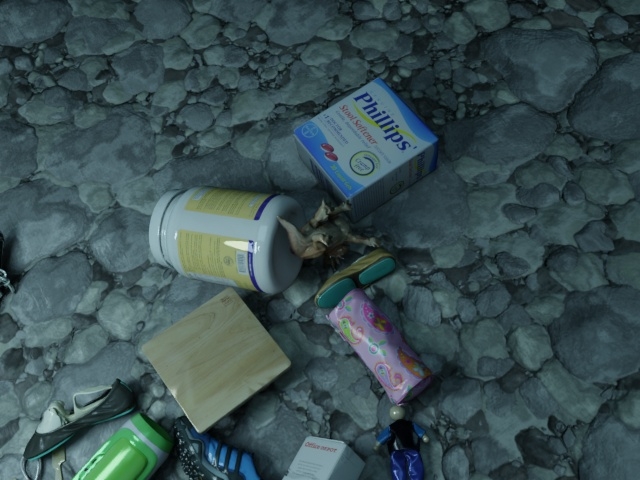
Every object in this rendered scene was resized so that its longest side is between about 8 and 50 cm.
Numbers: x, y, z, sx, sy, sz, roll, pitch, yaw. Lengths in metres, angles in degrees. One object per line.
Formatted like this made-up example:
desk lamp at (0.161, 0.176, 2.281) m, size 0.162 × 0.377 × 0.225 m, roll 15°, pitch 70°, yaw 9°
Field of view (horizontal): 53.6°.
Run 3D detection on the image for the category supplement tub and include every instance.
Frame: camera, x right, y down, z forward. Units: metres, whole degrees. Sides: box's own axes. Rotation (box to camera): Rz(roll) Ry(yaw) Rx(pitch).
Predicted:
supplement tub at (-0.224, -0.009, 1.556) m, size 0.331 × 0.241 × 0.241 m, roll 9°, pitch 66°, yaw 21°

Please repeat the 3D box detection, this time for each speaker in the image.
speaker at (-0.466, 0.533, 1.403) m, size 0.131 × 0.131 × 0.296 m, roll 36°, pitch 75°, yaw 21°

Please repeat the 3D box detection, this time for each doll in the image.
doll at (0.180, 0.460, 1.407) m, size 0.129 × 0.046 × 0.189 m, roll -6°, pitch 65°, yaw 3°

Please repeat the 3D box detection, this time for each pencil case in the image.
pencil case at (0.135, 0.246, 1.477) m, size 0.124 × 0.124 × 0.284 m, roll -36°, pitch 66°, yaw -10°

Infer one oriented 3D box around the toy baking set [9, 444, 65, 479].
toy baking set at (-0.671, 0.600, 1.451) m, size 0.256 × 0.030 × 0.197 m, roll -41°, pitch 67°, yaw -12°

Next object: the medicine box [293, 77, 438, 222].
medicine box at (0.121, -0.243, 1.690) m, size 0.289 × 0.149 × 0.263 m, roll -34°, pitch 66°, yaw -9°

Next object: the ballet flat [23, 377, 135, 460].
ballet flat at (-0.579, 0.408, 1.492) m, size 0.280 × 0.095 × 0.096 m, roll -26°, pitch 105°, yaw -12°

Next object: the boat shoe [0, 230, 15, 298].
boat shoe at (-0.868, 0.116, 1.660) m, size 0.104 × 0.113 × 0.306 m, roll 7°, pitch 68°, yaw 3°

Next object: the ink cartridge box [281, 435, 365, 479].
ink cartridge box at (-0.013, 0.519, 1.325) m, size 0.082 × 0.139 × 0.191 m, roll 50°, pitch 56°, yaw -21°

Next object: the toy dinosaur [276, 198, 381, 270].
toy dinosaur at (0.000, 0.000, 1.517) m, size 0.295 × 0.200 × 0.127 m, roll -4°, pitch 69°, yaw -42°

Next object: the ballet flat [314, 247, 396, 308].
ballet flat at (0.080, 0.093, 1.590) m, size 0.232 × 0.080 × 0.073 m, roll -27°, pitch 37°, yaw -9°

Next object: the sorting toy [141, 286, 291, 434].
sorting toy at (-0.242, 0.288, 1.506) m, size 0.257 × 0.089 × 0.255 m, roll -34°, pitch 65°, yaw -17°

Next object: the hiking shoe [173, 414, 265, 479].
hiking shoe at (-0.218, 0.504, 1.420) m, size 0.132 × 0.113 × 0.304 m, roll -21°, pitch 52°, yaw -38°
